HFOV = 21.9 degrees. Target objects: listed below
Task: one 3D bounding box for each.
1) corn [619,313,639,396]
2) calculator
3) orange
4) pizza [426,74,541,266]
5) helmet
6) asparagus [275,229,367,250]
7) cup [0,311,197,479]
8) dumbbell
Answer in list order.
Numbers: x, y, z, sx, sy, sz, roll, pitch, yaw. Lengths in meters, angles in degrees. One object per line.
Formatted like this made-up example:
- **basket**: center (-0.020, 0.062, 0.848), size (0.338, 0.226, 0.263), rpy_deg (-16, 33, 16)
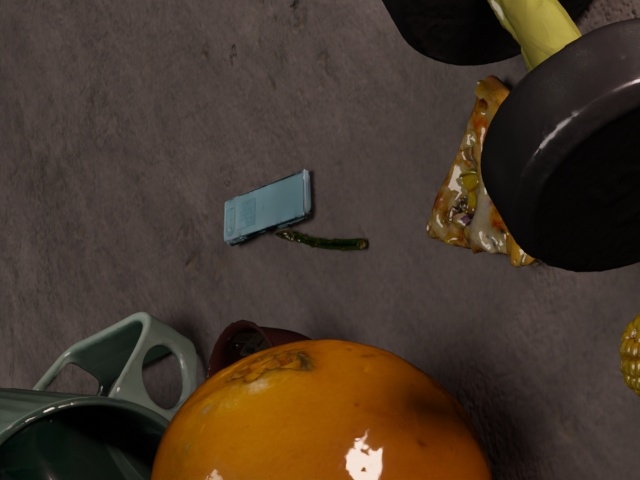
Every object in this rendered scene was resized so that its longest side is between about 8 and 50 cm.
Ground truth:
- **corn**: center (0.306, 0.091, 1.178), size (0.231, 0.080, 0.080), rpy_deg (6, 91, 57)
- **calculator**: center (-0.060, -0.034, 1.824), size (0.172, 0.018, 0.057), rpy_deg (-20, 71, 55)
- **orange**: center (0.001, 0.236, 1.441), size (0.312, 0.312, 0.312), rpy_deg (-11, 77, 57)
- **pizza**: center (0.140, -0.051, 1.497), size (0.176, 0.036, 0.185), rpy_deg (-24, 66, 55)
- **helmet**: center (-0.032, 0.165, 1.675), size (0.155, 0.106, 0.175), rpy_deg (-44, 55, 49)
- **asparagus**: center (0.000, 0.000, 1.732), size (0.163, 0.016, 0.016), rpy_deg (8, 119, 58)
- **cup**: center (-0.296, 0.299, 1.964), size (0.392, 0.401, 0.310), rpy_deg (5, 124, 62)
- **dumbbell**: center (0.181, -0.153, 1.287), size (0.204, 0.203, 0.322), rpy_deg (-59, 41, 36)
